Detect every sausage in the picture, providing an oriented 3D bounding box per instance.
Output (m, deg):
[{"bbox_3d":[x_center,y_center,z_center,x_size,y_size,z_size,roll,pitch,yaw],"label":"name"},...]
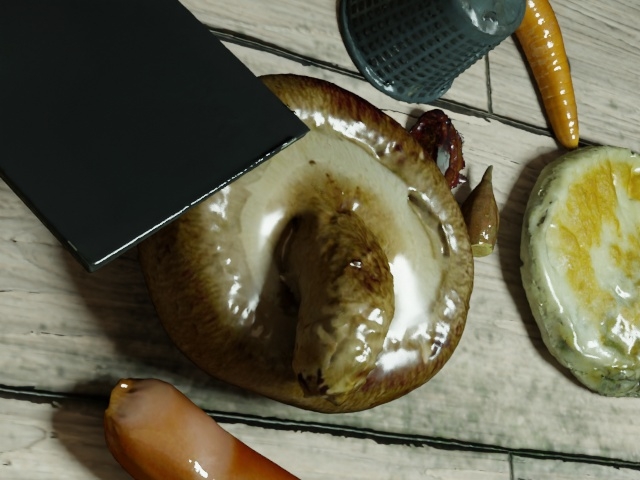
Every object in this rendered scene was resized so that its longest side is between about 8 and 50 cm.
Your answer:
[{"bbox_3d":[-0.080,0.229,1.266,0.300,0.083,0.089,38,50,-19],"label":"sausage"}]

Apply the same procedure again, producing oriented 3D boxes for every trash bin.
[{"bbox_3d":[0.137,-0.256,1.548,0.175,0.161,0.176,13,69,-36],"label":"trash bin"}]

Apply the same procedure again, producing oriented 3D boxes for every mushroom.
[{"bbox_3d":[-0.016,0.005,1.322,0.345,0.239,0.345,30,54,-53],"label":"mushroom"}]

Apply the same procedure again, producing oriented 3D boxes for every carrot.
[{"bbox_3d":[0.271,-0.240,1.716,0.271,0.062,0.066,63,17,-8],"label":"carrot"}]

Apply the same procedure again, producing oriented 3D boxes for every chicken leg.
[{"bbox_3d":[0.125,-0.056,1.543,0.093,0.053,0.205,36,57,-32],"label":"chicken leg"}]

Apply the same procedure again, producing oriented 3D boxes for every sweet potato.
[{"bbox_3d":[0.183,-0.035,1.579,0.049,0.049,0.117,27,64,-28],"label":"sweet potato"}]

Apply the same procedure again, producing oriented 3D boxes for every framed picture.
[{"bbox_3d":[-0.211,-0.151,1.224,0.338,0.014,0.255,45,56,14],"label":"framed picture"}]

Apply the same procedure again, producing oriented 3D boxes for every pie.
[{"bbox_3d":[0.362,0.036,1.682,0.339,0.077,0.339,11,69,-31],"label":"pie"}]
